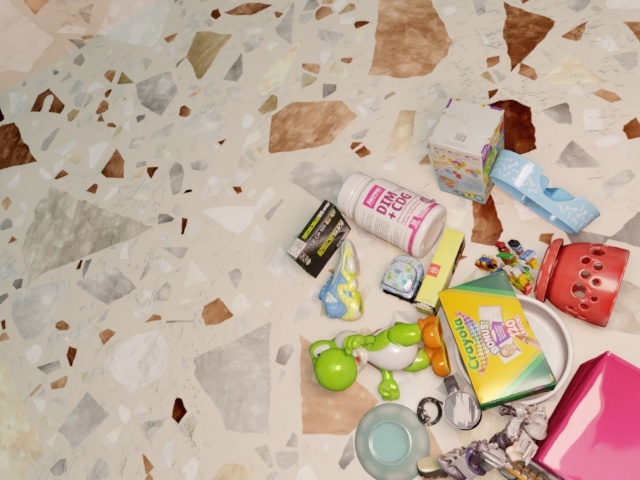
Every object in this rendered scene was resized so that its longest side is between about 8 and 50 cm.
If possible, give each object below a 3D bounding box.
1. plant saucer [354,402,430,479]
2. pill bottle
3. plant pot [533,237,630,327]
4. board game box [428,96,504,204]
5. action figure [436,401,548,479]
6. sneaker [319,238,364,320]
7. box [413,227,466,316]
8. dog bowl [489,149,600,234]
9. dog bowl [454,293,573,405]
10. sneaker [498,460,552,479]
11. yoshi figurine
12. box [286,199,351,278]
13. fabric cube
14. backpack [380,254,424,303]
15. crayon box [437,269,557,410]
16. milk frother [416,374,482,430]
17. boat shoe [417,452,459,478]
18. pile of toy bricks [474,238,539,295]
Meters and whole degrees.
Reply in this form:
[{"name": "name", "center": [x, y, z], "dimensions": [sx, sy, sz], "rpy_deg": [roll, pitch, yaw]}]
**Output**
[{"name": "plant saucer", "center": [0.177, 0.509, 1.278], "dimensions": [0.195, 0.037, 0.194], "rpy_deg": [-6, 67, 16]}, {"name": "pill bottle", "center": [0.197, -0.080, 1.440], "dimensions": [0.283, 0.160, 0.160], "rpy_deg": [29, 80, 27]}, {"name": "plant pot", "center": [0.618, 0.091, 1.211], "dimensions": [0.174, 0.191, 0.191], "rpy_deg": [18, 76, 27]}, {"name": "board game box", "center": [0.401, -0.234, 1.368], "dimensions": [0.144, 0.275, 0.142], "rpy_deg": [23, 78, 26]}, {"name": "action figure", "center": [0.384, 0.437, 1.093], "dimensions": [0.099, 0.185, 0.285], "rpy_deg": [52, 134, 21]}, {"name": "sneaker", "center": [0.049, 0.114, 1.452], "dimensions": [0.126, 0.091, 0.240], "rpy_deg": [-11, 67, 15]}, {"name": "box", "center": [0.325, 0.088, 1.371], "dimensions": [0.058, 0.087, 0.232], "rpy_deg": [20, 78, 25]}, {"name": "dog bowl", "center": [0.565, -0.119, 1.302], "dimensions": [0.297, 0.166, 0.074], "rpy_deg": [34, 97, -1]}, {"name": "dog bowl", "center": [0.466, 0.270, 1.237], "dimensions": [0.265, 0.104, 0.264], "rpy_deg": [-7, 66, 16]}, {"name": "sneaker", "center": [0.488, 0.569, 1.125], "dimensions": [0.215, 0.084, 0.083], "rpy_deg": [29, 105, 35]}, {"name": "yoshi figurine", "center": [0.136, 0.307, 1.291], "dimensions": [0.362, 0.203, 0.203], "rpy_deg": [-11, 72, 18]}, {"name": "box", "center": [0.000, 0.000, 1.464], "dimensions": [0.045, 0.184, 0.190], "rpy_deg": [31, 81, 29]}, {"name": "fabric cube", "center": [0.612, 0.417, 1.037], "dimensions": [0.254, 0.259, 0.258], "rpy_deg": [31, 80, 24]}, {"name": "backpack", "center": [0.230, 0.099, 1.400], "dimensions": [0.105, 0.084, 0.114], "rpy_deg": [21, 74, 23]}, {"name": "crayon box", "center": [0.395, 0.226, 1.160], "dimensions": [0.166, 0.081, 0.278], "rpy_deg": [-20, 57, 8]}, {"name": "milk frother", "center": [0.305, 0.411, 1.218], "dimensions": [0.143, 0.135, 0.129], "rpy_deg": [-39, 61, 1]}, {"name": "boat shoe", "center": [0.300, 0.544, 1.221], "dimensions": [0.133, 0.042, 0.049], "rpy_deg": [-7, 35, 3]}, {"name": "pile of toy bricks", "center": [0.496, 0.076, 1.293], "dimensions": [0.118, 0.212, 0.105], "rpy_deg": [-39, 101, -5]}]
